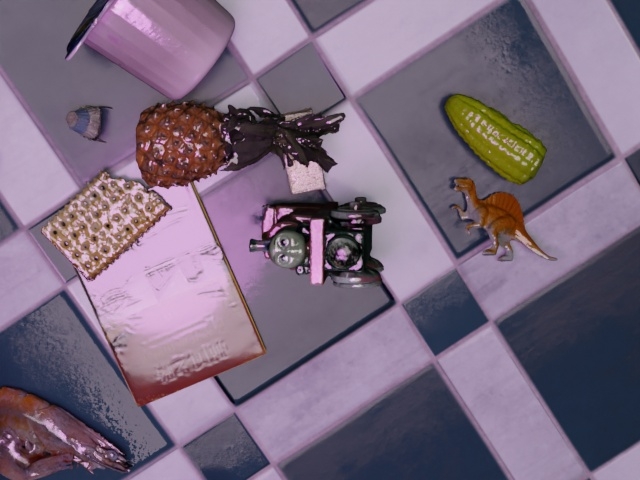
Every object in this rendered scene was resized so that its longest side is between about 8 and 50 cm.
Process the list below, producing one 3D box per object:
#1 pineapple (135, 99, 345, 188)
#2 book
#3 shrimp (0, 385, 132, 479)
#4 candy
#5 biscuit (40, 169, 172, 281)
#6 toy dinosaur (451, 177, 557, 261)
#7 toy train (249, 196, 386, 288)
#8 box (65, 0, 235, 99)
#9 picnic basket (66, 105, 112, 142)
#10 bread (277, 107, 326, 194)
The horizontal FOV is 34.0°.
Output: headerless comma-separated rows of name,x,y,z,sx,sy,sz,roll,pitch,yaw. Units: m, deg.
pineapple,-0.136,-0.175,1.811,0.364,0.165,0.165,-3,98,5
book,-0.291,0.092,1.925,0.262,0.028,0.374,-23,99,-2
shrimp,-0.508,0.385,1.935,0.317,0.062,0.164,25,100,-3
candy,0.312,-0.191,1.899,0.209,0.097,0.097,38,94,-3
biscuit,-0.388,-0.037,1.877,0.203,0.016,0.144,-44,99,2
toy dinosaur,0.339,-0.034,1.951,0.212,0.057,0.142,8,78,-17
toy train,0.000,0.000,1.801,0.221,0.304,0.150,2,97,5
box,-0.275,-0.349,1.747,0.206,0.291,0.262,35,137,-21
picnic basket,-0.409,-0.208,1.860,0.083,0.083,0.065,-2,100,-49
bread,-0.034,-0.161,1.907,0.068,0.028,0.153,-11,99,-2
